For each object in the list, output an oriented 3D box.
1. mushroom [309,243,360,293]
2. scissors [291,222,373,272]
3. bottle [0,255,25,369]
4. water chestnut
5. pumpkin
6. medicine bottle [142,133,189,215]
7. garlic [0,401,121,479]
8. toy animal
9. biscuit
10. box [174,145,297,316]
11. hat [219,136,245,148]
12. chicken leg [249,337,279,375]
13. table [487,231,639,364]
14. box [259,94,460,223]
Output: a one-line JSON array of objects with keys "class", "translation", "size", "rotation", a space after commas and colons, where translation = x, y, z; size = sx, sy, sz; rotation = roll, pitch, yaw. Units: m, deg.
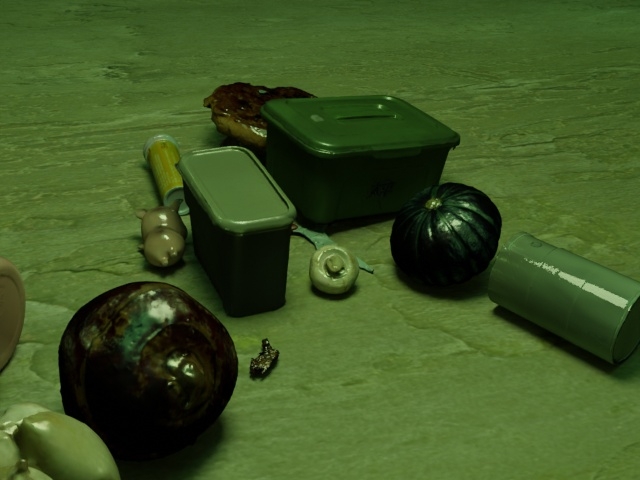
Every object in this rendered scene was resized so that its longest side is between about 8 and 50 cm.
[{"class": "mushroom", "translation": [0.022, 0.046, 1.459], "size": [0.083, 0.067, 0.084], "rotation": [2, 72, -6]}, {"class": "scissors", "translation": [0.000, 0.000, 1.597], "size": [0.144, 0.017, 0.248], "rotation": [-12, 35, -23]}, {"class": "bottle", "translation": [-0.581, 0.095, 1.231], "size": [0.296, 0.173, 0.206], "rotation": [8, 33, 9]}, {"class": "water chestnut", "translation": [-0.222, 0.162, 1.134], "size": [0.223, 0.224, 0.238], "rotation": [-15, -9, -27]}, {"class": "pumpkin", "translation": [0.204, -0.011, 1.499], "size": [0.194, 0.150, 0.194], "rotation": [-5, 22, 2]}, {"class": "medicine bottle", "translation": [-0.289, -0.128, 1.736], "size": [0.074, 0.074, 0.218], "rotation": [-7, 33, -16]}, {"class": "garlic", "translation": [-0.316, 0.280, 0.920], "size": [0.184, 0.203, 0.281], "rotation": [-12, 32, 12]}, {"class": "toy animal", "translation": [-0.263, -0.008, 1.524], "size": [0.083, 0.089, 0.150], "rotation": [-4, 40, -18]}, {"class": "biscuit", "translation": [-0.091, -0.249, 1.907], "size": [0.289, 0.081, 0.334], "rotation": [26, 26, 20]}, {"class": "box", "translation": [-0.141, -0.019, 1.456], "size": [0.138, 0.178, 0.274], "rotation": [-9, 32, -20]}, {"class": "hat", "translation": [-0.183, -0.174, 1.862], "size": [0.058, 0.042, 0.087], "rotation": [-6, 65, -23]}, {"class": "chicken leg", "translation": [-0.078, 0.168, 1.297], "size": [0.036, 0.021, 0.083], "rotation": [1, 28, 16]}, {"class": "table", "translation": [0.378, 0.085, 1.372], "size": [0.220, 0.126, 0.126], "rotation": [27, 38, 36]}, {"class": "box", "translation": [0.062, -0.158, 1.694], "size": [0.328, 0.178, 0.253], "rotation": [-6, 32, -31]}]
